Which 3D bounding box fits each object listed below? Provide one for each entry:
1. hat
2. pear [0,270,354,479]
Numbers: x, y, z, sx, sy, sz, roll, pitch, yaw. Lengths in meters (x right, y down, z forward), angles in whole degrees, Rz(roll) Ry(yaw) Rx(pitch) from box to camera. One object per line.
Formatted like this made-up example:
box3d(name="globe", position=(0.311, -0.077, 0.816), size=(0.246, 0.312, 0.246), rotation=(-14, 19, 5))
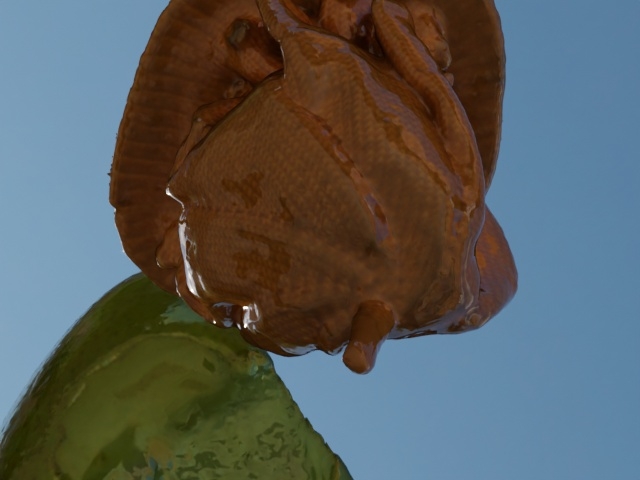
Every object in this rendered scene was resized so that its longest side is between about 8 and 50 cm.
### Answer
box3d(name="hat", position=(0.000, 0.000, 0.910), size=(0.244, 0.233, 0.233), rotation=(-22, -60, 8))
box3d(name="pear", position=(-0.137, 0.188, 1.330), size=(0.286, 0.282, 0.176), rotation=(55, -13, 7))
